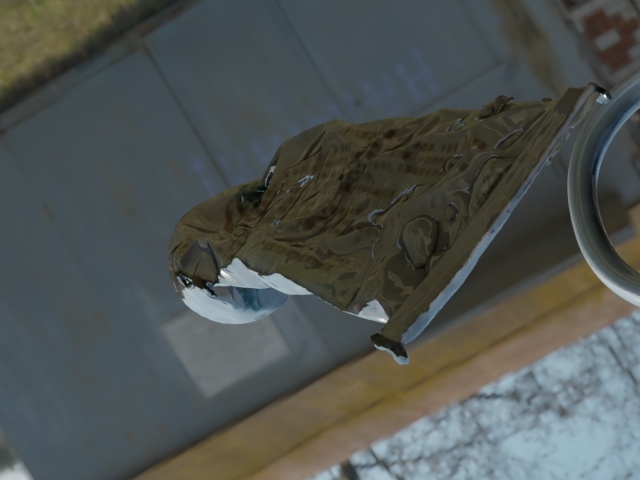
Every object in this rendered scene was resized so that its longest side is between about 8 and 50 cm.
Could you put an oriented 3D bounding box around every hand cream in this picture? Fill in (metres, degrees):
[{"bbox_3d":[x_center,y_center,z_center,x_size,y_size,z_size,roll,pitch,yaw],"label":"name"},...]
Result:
[{"bbox_3d":[-0.003,-0.003,0.442,0.084,0.050,0.257,-49,-169,-15],"label":"hand cream"}]

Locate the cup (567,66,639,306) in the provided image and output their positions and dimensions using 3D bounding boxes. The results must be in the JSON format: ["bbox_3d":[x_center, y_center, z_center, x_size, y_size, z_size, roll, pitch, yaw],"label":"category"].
[{"bbox_3d":[0.148,-0.037,0.431,0.136,0.133,0.099,-7,152,3],"label":"cup"}]
